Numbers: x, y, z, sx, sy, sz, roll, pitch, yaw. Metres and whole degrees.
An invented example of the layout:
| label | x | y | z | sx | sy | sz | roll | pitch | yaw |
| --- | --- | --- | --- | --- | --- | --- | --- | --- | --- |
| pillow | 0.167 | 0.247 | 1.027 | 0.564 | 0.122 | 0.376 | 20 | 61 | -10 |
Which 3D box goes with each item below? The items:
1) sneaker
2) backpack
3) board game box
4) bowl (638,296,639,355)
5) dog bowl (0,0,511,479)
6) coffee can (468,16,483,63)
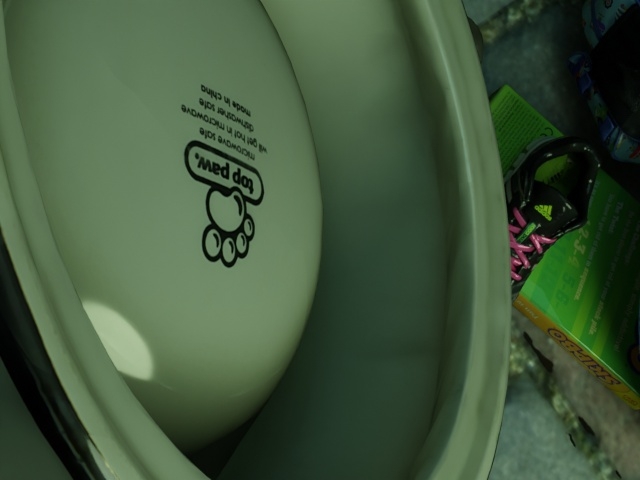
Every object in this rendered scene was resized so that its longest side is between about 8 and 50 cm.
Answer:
| label | x | y | z | sx | sy | sz | roll | pitch | yaw |
| --- | --- | --- | --- | --- | --- | --- | --- | --- | --- |
| sneaker | 0.143 | -0.011 | 0.923 | 0.063 | 0.075 | 0.170 | 39 | 72 | -7 |
| backpack | 0.266 | -0.151 | 1.005 | 0.158 | 0.117 | 0.173 | 4 | 51 | -31 |
| board game box | 0.197 | 0.013 | 0.993 | 0.259 | 0.039 | 0.124 | 40 | 70 | -4 |
| bowl | 0.406 | 0.037 | 0.962 | 0.391 | 0.077 | 0.391 | -6 | 101 | -29 |
| dog bowl | -0.064 | -0.039 | 0.567 | 0.408 | 0.150 | 0.407 | 31 | 53 | -54 |
| coffee can | 0.000 | 0.000 | 0.839 | 0.202 | 0.201 | 0.275 | 7 | 77 | -17 |
